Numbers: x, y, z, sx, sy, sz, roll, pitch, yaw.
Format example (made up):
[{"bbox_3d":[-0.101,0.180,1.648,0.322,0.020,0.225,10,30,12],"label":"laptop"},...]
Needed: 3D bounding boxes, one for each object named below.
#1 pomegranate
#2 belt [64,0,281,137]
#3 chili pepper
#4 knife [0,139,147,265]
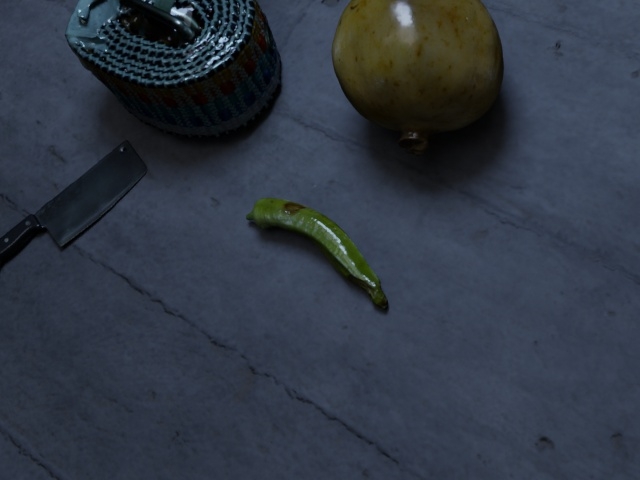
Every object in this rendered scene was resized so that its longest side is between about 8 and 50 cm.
[{"bbox_3d":[0.102,-0.185,0.897,0.196,0.196,0.196,-8,66,17],"label":"pomegranate"},{"bbox_3d":[-0.173,-0.247,1.039,0.257,0.150,0.207,32,73,27],"label":"belt"},{"bbox_3d":[0.000,-0.001,0.933,0.208,0.043,0.049,31,69,28],"label":"chili pepper"},{"bbox_3d":[-0.326,-0.031,1.080,0.245,0.019,0.072,-39,62,0],"label":"knife"}]
